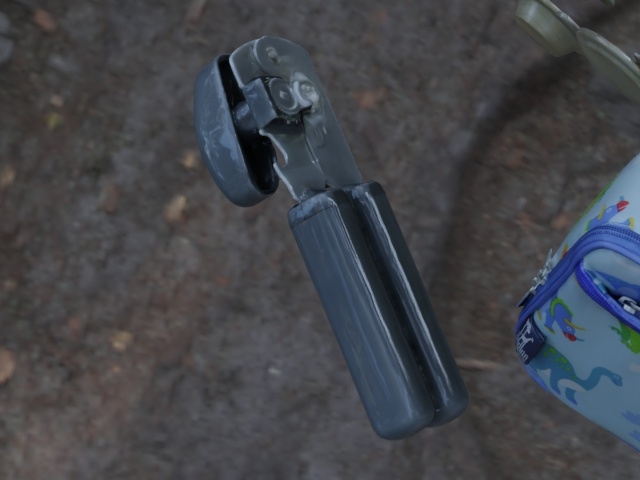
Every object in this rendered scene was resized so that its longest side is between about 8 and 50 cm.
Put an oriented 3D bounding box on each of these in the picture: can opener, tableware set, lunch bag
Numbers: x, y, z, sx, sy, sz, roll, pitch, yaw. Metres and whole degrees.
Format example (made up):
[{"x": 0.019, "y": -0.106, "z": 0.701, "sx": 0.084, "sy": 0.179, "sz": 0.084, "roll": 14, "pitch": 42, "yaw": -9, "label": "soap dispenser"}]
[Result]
[{"x": 0.000, "y": 0.000, "z": 1.154, "sx": 0.095, "sy": 0.076, "sz": 0.283, "roll": -29, "pitch": 79, "yaw": 40, "label": "can opener"}, {"x": 0.110, "y": -0.123, "z": 0.869, "sx": 0.020, "sy": 0.141, "sz": 0.168, "roll": -47, "pitch": 35, "yaw": -1, "label": "tableware set"}, {"x": 0.207, "y": 0.059, "z": 0.845, "sx": 0.219, "sy": 0.176, "sz": 0.090, "roll": 36, "pitch": 65, "yaw": 3, "label": "lunch bag"}]
